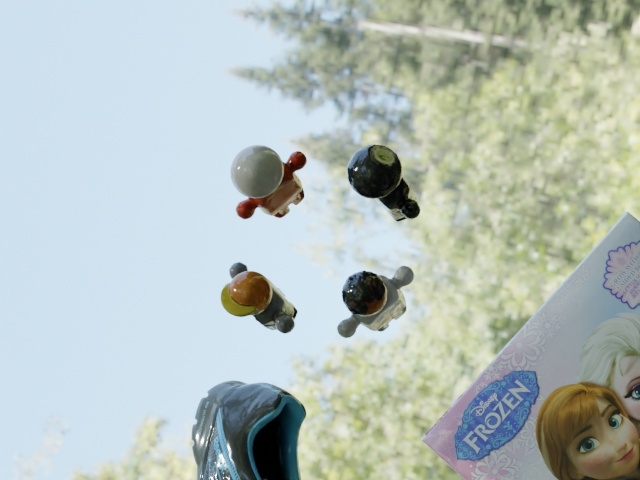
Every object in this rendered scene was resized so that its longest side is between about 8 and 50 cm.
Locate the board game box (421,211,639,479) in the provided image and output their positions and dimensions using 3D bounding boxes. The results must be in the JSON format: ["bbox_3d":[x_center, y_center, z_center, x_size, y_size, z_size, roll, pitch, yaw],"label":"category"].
[{"bbox_3d":[0.323,0.191,1.352,0.318,0.318,0.066,-48,-16,-4],"label":"board game box"}]

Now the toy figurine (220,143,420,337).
[{"bbox_3d":[0.000,0.000,1.487,0.148,0.213,0.209,44,-129,-71],"label":"toy figurine"}]

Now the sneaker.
[{"bbox_3d":[-0.097,0.333,1.591,0.125,0.140,0.340,12,-103,-38],"label":"sneaker"}]
